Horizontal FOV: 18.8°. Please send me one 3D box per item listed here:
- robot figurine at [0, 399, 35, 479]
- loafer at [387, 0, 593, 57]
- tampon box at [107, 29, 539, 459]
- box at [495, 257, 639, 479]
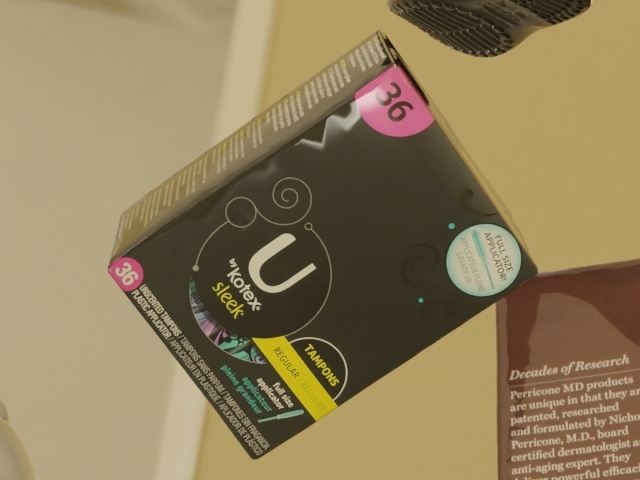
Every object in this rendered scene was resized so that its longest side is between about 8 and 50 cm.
[{"bbox_3d":[-0.334,0.149,1.285,0.353,0.200,0.300,37,35,9],"label":"robot figurine"},{"bbox_3d":[0.124,-0.180,1.302,0.080,0.078,0.220,30,-15,-24],"label":"loafer"},{"bbox_3d":[0.000,0.000,0.914,0.120,0.161,0.101,53,7,-14],"label":"tampon box"},{"bbox_3d":[0.199,0.219,1.288,0.143,0.381,0.191,-8,-39,16],"label":"box"}]
